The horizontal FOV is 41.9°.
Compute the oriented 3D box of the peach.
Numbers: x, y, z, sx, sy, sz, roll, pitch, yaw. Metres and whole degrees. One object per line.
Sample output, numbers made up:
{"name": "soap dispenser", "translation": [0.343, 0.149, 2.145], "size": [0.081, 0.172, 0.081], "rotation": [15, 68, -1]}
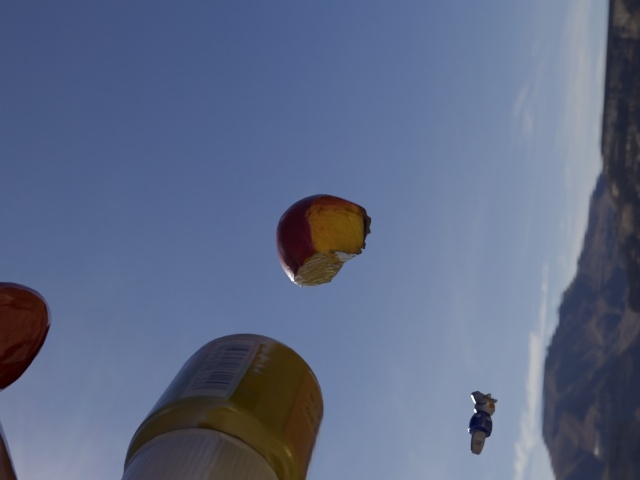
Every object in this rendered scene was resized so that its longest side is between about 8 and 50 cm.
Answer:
{"name": "peach", "translation": [-0.007, -0.001, 1.165], "size": [0.151, 0.118, 0.151], "rotation": [-54, 10, 14]}

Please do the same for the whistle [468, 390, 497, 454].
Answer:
{"name": "whistle", "translation": [0.191, 0.218, 1.004], "size": [0.029, 0.033, 0.083], "rotation": [101, -173, -51]}

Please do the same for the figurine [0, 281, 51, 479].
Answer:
{"name": "figurine", "translation": [-0.305, 0.155, 0.523], "size": [0.270, 0.211, 0.261], "rotation": [38, -142, -73]}

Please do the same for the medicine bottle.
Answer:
{"name": "medicine bottle", "translation": [-0.124, 0.281, 1.033], "size": [0.384, 0.224, 0.224], "rotation": [-66, -25, -74]}
